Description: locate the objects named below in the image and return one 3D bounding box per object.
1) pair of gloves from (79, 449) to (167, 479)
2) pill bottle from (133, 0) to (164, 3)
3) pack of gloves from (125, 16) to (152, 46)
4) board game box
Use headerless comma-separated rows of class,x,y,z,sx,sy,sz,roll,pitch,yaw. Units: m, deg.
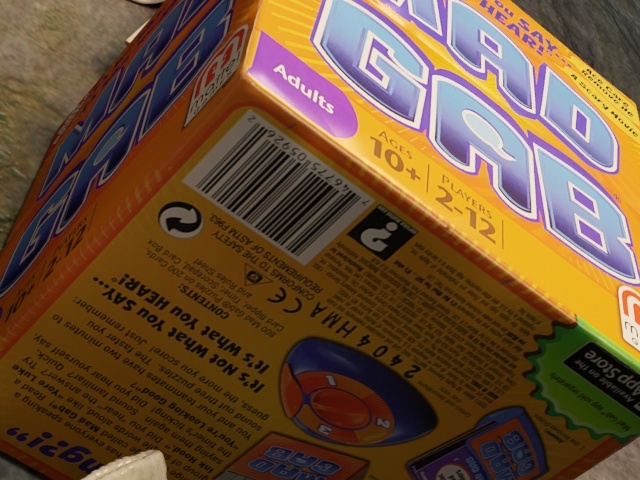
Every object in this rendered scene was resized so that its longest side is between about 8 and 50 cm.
pair of gloves,-0.152,0.254,0.736,0.240,0.042,0.204,-31,109,-50
pill bottle,-0.188,-0.321,1.356,0.078,0.078,0.137,13,45,-43
pack of gloves,-0.056,-0.186,1.283,0.195,0.046,0.232,47,60,-10
board game box,0.000,0.000,0.967,0.356,0.356,0.356,35,33,-20
